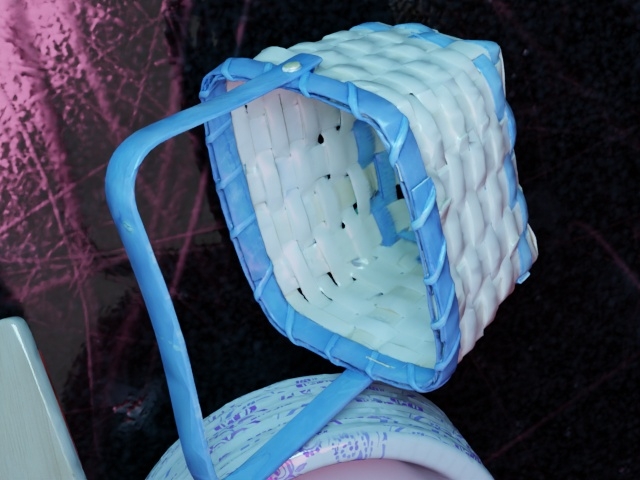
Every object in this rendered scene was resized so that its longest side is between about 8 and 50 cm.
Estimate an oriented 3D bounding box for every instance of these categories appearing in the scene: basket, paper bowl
[{"bbox_3d":[0.000,0.000,1.119,0.289,0.201,0.254,-36,126,-39],"label":"basket"},{"bbox_3d":[-0.010,0.227,1.264,0.284,0.148,0.284,-9,118,-17],"label":"paper bowl"}]

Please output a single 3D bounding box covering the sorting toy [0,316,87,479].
[{"bbox_3d":[-0.264,0.209,1.146,0.255,0.089,0.257,-20,91,7],"label":"sorting toy"}]
